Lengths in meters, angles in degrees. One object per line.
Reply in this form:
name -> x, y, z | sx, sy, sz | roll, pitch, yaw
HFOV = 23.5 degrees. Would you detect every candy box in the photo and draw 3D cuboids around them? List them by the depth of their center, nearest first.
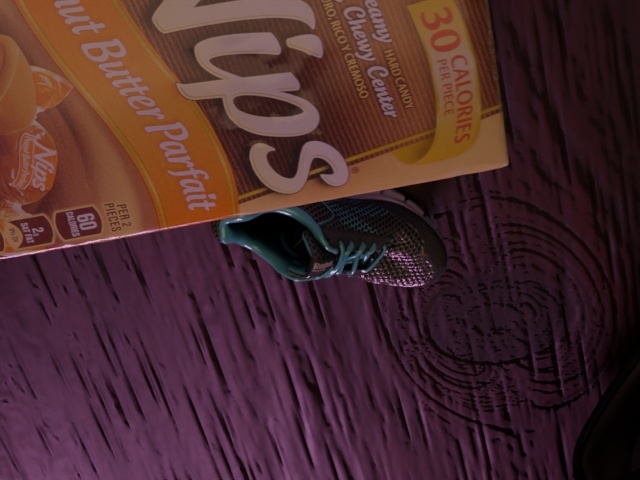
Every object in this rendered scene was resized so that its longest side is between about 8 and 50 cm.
candy box -> -0.076, -0.103, 0.763 | 0.316, 0.087, 0.183 | -10, 122, 3

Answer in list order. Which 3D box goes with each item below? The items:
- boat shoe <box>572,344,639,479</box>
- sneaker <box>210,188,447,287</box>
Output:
boat shoe -> 0.255, 0.067, 0.933 | 0.091, 0.114, 0.302 | 9, 127, -21
sneaker -> 0.000, 0.000, 0.873 | 0.166, 0.076, 0.065 | 21, 125, -22
